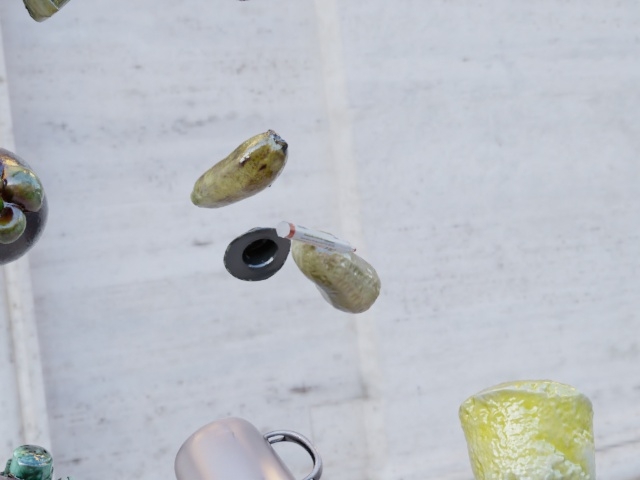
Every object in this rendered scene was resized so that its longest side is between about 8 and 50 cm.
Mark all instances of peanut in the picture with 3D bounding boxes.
[{"bbox_3d":[0.025,0.057,1.897,0.110,0.120,0.236,-40,-48,11],"label":"peanut"}]

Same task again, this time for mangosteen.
[{"bbox_3d":[-0.783,-0.086,2.317,0.300,0.300,0.300,-7,0,0],"label":"mangosteen"}]

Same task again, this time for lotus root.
[{"bbox_3d":[-0.157,-0.127,1.988,0.110,0.097,0.258,20,-38,-39],"label":"lotus root"}]

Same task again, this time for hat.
[{"bbox_3d":[-0.107,0.011,1.663,0.121,0.121,0.050,-7,39,-14],"label":"hat"}]

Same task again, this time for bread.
[{"bbox_3d":[0.289,0.282,1.390,0.197,0.171,0.197,-3,-24,-1],"label":"bread"}]

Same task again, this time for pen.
[{"bbox_3d":[0.000,0.000,1.567,0.026,0.026,0.218,-7,-12,30],"label":"pen"}]

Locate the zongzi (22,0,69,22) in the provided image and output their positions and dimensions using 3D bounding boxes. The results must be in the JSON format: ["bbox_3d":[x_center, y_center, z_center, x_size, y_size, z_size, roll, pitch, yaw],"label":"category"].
[{"bbox_3d":[-0.625,-0.648,2.243,0.228,0.256,0.115,-49,14,-27],"label":"zongzi"}]

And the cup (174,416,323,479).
[{"bbox_3d":[-0.126,0.427,1.822,0.252,0.200,0.191,-29,-39,-13],"label":"cup"}]

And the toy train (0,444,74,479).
[{"bbox_3d":[-0.410,0.431,1.310,0.150,0.305,0.221,12,10,-13],"label":"toy train"}]
